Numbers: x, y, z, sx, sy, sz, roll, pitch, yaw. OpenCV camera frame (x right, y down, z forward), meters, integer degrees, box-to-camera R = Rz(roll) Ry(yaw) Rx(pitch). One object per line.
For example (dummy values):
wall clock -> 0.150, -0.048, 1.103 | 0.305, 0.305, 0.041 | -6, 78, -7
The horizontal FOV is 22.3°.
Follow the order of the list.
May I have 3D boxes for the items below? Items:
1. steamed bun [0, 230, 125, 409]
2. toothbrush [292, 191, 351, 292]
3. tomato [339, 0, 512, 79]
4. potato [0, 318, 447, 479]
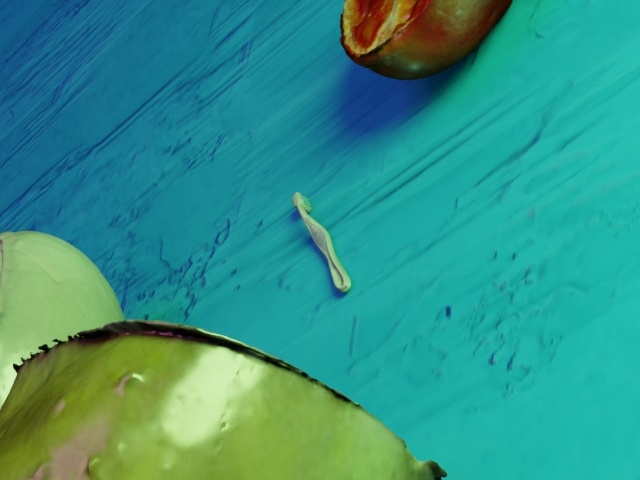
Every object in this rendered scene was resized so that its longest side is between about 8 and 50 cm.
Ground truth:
steamed bun -> -0.201, 0.108, 1.114 | 0.177, 0.130, 0.228 | -49, 25, 39
toothbrush -> 0.000, 0.000, 1.023 | 0.011, 0.013, 0.131 | -60, 24, 17
tomato -> 0.082, -0.163, 1.002 | 0.155, 0.069, 0.156 | -45, 27, 30
potato -> -0.097, 0.191, 0.738 | 0.229, 0.229, 0.266 | -13, 52, 56
